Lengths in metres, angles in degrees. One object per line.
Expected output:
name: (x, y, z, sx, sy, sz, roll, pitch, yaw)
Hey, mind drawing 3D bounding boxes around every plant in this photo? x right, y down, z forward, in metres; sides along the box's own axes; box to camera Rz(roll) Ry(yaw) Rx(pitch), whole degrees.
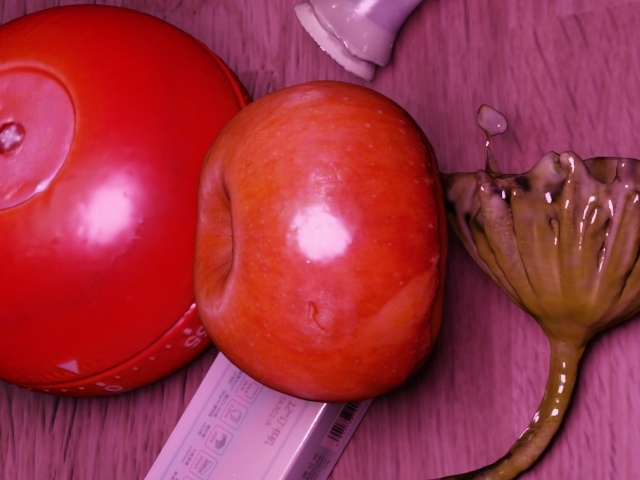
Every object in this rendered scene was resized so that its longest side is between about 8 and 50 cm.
plant: (0.220, 0.065, 1.658, 0.251, 0.180, 0.333, 7, 108, 24)

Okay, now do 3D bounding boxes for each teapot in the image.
teapot: (0.094, -0.274, 1.784, 0.251, 0.183, 0.183, -45, 58, 18)

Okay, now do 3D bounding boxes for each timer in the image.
timer: (-0.230, -0.041, 1.799, 0.378, 0.279, 0.378, -10, 65, 23)

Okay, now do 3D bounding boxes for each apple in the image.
apple: (0.000, 0.000, 1.599, 0.206, 0.251, 0.272, 3, 93, -11)

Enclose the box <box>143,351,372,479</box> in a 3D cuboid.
box: (-0.064, 0.193, 1.744, 0.135, 0.079, 0.269, 29, 87, 32)
